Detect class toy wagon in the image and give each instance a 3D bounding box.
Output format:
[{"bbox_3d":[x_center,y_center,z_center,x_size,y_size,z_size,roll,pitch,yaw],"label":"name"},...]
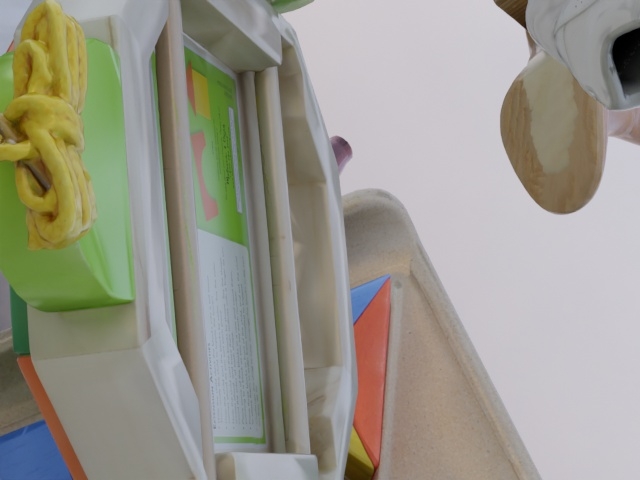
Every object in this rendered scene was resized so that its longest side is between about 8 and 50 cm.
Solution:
[{"bbox_3d":[-0.051,-0.009,0.575,0.344,0.068,0.267,26,57,-71],"label":"toy wagon"}]

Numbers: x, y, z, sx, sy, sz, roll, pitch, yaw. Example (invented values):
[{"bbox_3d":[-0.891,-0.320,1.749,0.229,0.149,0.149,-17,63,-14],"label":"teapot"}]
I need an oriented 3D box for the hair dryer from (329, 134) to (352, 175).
[{"bbox_3d":[0.000,0.000,1.826,0.080,0.223,0.293,118,-23,-56],"label":"hair dryer"}]

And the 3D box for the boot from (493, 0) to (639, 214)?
[{"bbox_3d":[0.252,-0.120,1.388,0.211,0.104,0.295,27,43,-41],"label":"boot"}]

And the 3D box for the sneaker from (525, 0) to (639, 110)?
[{"bbox_3d":[0.206,-0.167,0.848,0.115,0.090,0.232,64,-37,39],"label":"sneaker"}]

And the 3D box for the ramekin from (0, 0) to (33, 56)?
[{"bbox_3d":[-0.246,-0.101,0.790,0.277,0.135,0.277,3,-84,27],"label":"ramekin"}]

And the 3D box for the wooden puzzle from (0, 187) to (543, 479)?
[{"bbox_3d":[-0.027,0.171,0.798,0.080,0.322,0.348,114,-47,-71],"label":"wooden puzzle"}]
